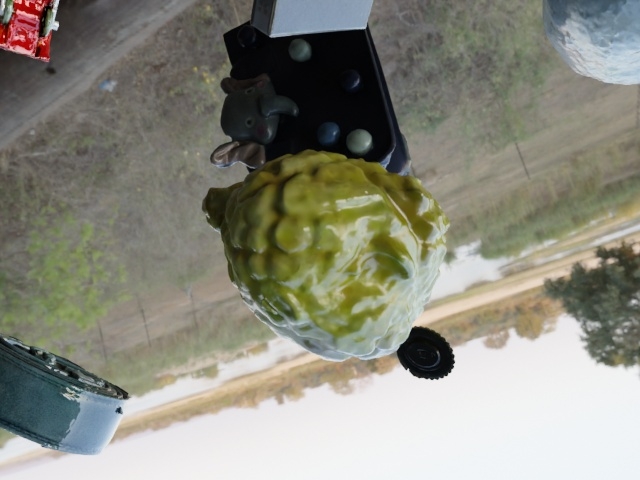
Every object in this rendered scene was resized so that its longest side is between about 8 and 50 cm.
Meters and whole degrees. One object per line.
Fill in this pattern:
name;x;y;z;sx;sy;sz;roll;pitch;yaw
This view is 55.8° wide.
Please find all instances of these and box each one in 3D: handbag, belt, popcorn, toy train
handbag;-0.035;-0.203;0.907;0.269;0.325;0.118;-19;160;16
belt;-0.411;0.213;0.857;0.268;0.116;0.206;26;167;-2
popcorn;0.000;0.000;0.635;0.237;0.252;0.205;-26;139;-53
toy train;-0.416;-0.367;0.858;0.083;0.203;0.131;9;-171;-41

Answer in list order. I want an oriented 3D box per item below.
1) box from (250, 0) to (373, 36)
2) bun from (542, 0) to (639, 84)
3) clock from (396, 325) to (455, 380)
box;0.026;-0.398;0.679;0.180;0.047;0.324;-22;140;-41
bun;0.370;-0.319;0.583;0.362;0.211;0.361;-44;149;-35
clock;0.129;0.140;0.751;0.083;0.074;0.010;-4;-165;41
